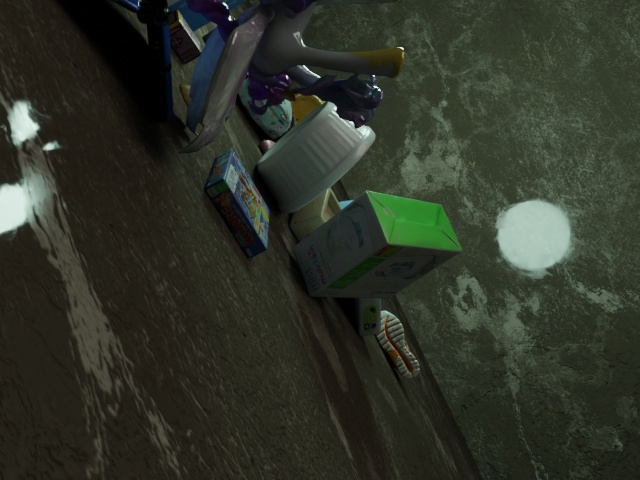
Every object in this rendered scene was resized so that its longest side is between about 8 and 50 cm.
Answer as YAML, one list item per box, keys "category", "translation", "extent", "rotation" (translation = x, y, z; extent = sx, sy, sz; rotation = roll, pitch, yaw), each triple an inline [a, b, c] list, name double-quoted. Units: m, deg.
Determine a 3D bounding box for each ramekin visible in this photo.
- category: "ramekin"
  translation: [-0.021, -0.193, 1.579]
  extent: [0.127, 0.273, 0.273]
  rotation: [48, 11, -13]

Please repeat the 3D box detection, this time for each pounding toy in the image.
- category: "pounding toy"
  translation: [0.003, 0.011, 1.660]
  extent: [0.181, 0.094, 0.206]
  rotation: [60, 27, -30]

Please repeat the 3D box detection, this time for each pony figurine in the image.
- category: "pony figurine"
  translation: [-0.070, -0.288, 1.024]
  extent: [0.303, 0.364, 0.351]
  rotation: [-132, -125, -67]

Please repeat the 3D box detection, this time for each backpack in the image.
- category: "backpack"
  translation: [-0.141, -0.354, 1.842]
  extent: [0.182, 0.115, 0.152]
  rotation: [49, 18, -51]

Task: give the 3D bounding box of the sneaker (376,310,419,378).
- category: "sneaker"
  translation: [0.218, 0.311, 2.118]
  extent: [0.083, 0.084, 0.214]
  rotation: [136, -69, -84]

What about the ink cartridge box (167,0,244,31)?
- category: "ink cartridge box"
  translation: [-0.331, -0.661, 1.420]
  extent: [0.285, 0.166, 0.395]
  rotation: [66, 7, 30]

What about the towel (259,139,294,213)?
- category: "towel"
  translation: [-0.051, -0.099, 1.860]
  extent: [0.329, 0.037, 0.237]
  rotation: [64, 8, 7]

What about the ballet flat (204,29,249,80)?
- category: "ballet flat"
  translation: [-0.221, -0.457, 1.869]
  extent: [0.250, 0.058, 0.084]
  rotation: [54, 12, -48]

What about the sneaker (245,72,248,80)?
- category: "sneaker"
  translation: [-0.220, -0.494, 2.007]
  extent: [0.084, 0.058, 0.152]
  rotation: [56, 9, -41]

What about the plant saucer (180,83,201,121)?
- category: "plant saucer"
  translation: [-0.225, -0.249, 1.285]
  extent: [0.083, 0.015, 0.083]
  rotation: [60, 8, -14]

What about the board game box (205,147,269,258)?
- category: "board game box"
  translation: [-0.134, -0.068, 1.188]
  extent: [0.136, 0.035, 0.201]
  rotation: [60, 8, -19]

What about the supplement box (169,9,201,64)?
- category: "supplement box"
  translation: [-0.270, -0.394, 1.379]
  extent: [0.083, 0.043, 0.055]
  rotation: [55, 10, -39]

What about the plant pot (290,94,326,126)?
- category: "plant pot"
  translation: [-0.031, -0.432, 2.443]
  extent: [0.237, 0.237, 0.254]
  rotation: [63, 11, 0]

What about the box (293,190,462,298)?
- category: "box"
  translation: [0.118, 0.017, 1.490]
  extent: [0.262, 0.231, 0.126]
  rotation: [6, 55, -47]

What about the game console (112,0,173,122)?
- category: "game console"
  translation: [-0.307, -0.338, 1.008]
  extent: [0.293, 0.173, 0.250]
  rotation: [-108, -161, -48]

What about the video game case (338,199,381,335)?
- category: "video game case"
  translation: [0.097, 0.067, 1.841]
  extent: [0.269, 0.061, 0.244]
  rotation: [-108, -167, -54]
